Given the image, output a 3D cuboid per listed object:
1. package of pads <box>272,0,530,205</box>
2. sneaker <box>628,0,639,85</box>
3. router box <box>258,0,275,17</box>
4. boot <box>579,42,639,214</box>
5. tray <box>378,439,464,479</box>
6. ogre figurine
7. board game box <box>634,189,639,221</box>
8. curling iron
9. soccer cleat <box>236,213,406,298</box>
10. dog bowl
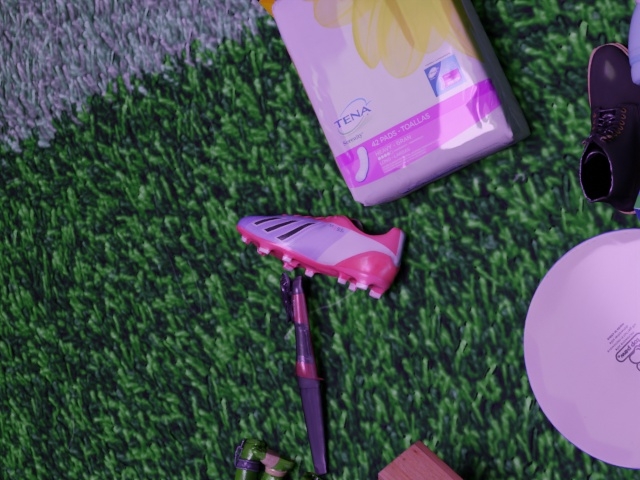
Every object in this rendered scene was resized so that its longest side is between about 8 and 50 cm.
[{"bbox_3d":[0.091,-0.212,1.537,0.229,0.101,0.296,-25,84,27],"label":"package of pads"},{"bbox_3d":[0.488,-0.183,1.289,0.366,0.135,0.150,20,107,41],"label":"sneaker"},{"bbox_3d":[0.004,-0.357,1.653,0.133,0.046,0.179,48,114,24],"label":"router box"},{"bbox_3d":[0.321,-0.130,1.384,0.077,0.137,0.198,-17,79,32],"label":"boot"},{"bbox_3d":[0.231,0.422,1.399,0.411,0.076,0.203,39,151,30],"label":"tray"},{"bbox_3d":[-0.055,0.352,1.655,0.197,0.097,0.118,24,93,24],"label":"ogre figurine"},{"bbox_3d":[0.451,-0.070,1.324,0.201,0.035,0.136,10,66,33],"label":"board game box"},{"bbox_3d":[-0.015,0.174,1.660,0.035,0.068,0.274,-11,90,-2],"label":"curling iron"},{"bbox_3d":[0.000,0.000,1.641,0.248,0.083,0.095,19,78,34],"label":"soccer cleat"},{"bbox_3d":[0.362,0.116,1.373,0.265,0.104,0.264,0,89,34],"label":"dog bowl"}]
